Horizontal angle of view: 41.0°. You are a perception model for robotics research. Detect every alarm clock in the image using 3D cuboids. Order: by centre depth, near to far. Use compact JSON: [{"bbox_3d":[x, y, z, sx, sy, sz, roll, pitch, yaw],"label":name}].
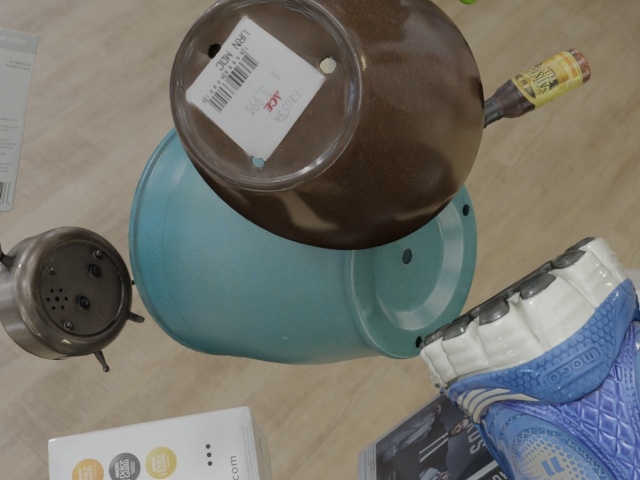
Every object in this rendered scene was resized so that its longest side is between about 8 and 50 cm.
[{"bbox_3d":[-0.263,0.042,0.837,0.192,0.064,0.129,33,57,-33],"label":"alarm clock"}]

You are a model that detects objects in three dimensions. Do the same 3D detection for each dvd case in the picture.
[{"bbox_3d":[0.131,0.209,0.858,0.029,0.239,0.179,44,18,-13],"label":"dvd case"}]

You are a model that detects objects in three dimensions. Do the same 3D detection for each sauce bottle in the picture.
[{"bbox_3d":[0.210,-0.150,0.868,0.128,0.042,0.042,-29,60,-6],"label":"sauce bottle"}]

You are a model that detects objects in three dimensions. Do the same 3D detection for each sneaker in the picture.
[{"bbox_3d":[0.143,0.104,0.487,0.130,0.330,0.147,-32,75,9],"label":"sneaker"}]

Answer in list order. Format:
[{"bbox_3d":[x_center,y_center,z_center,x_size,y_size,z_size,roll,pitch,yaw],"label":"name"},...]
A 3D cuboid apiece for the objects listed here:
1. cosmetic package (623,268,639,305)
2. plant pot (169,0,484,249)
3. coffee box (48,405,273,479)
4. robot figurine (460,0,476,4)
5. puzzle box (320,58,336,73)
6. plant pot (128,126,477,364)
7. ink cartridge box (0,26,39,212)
[{"bbox_3d":[0.484,0.243,1.099,0.330,0.327,0.393,1,93,1],"label":"cosmetic package"},{"bbox_3d":[-0.007,-0.089,0.560,0.216,0.230,0.215,1,95,13],"label":"plant pot"},{"bbox_3d":[-0.247,0.500,1.463,0.335,0.338,0.337,-9,70,-2],"label":"coffee box"},{"bbox_3d":[0.092,-0.202,0.541,0.115,0.067,0.101,-11,50,28],"label":"robot figurine"},{"bbox_3d":[0.060,-0.171,1.229,0.052,0.272,0.408,-27,32,19],"label":"puzzle box"},{"bbox_3d":[0.000,0.000,0.831,0.255,0.271,0.271,7,48,43],"label":"plant pot"},{"bbox_3d":[-0.478,-0.152,1.021,0.060,0.275,0.238,17,100,29],"label":"ink cartridge box"}]
